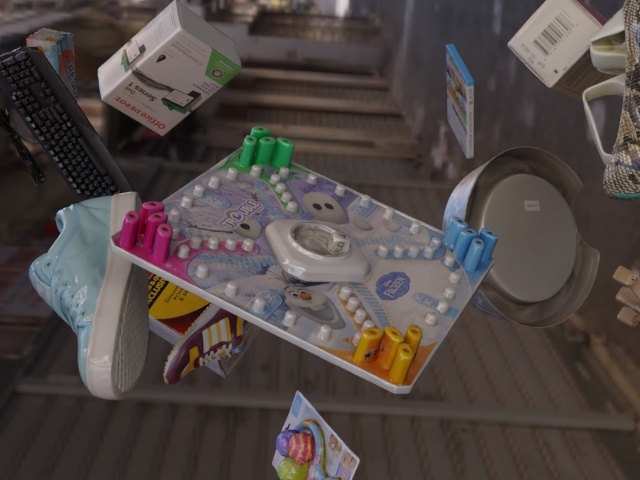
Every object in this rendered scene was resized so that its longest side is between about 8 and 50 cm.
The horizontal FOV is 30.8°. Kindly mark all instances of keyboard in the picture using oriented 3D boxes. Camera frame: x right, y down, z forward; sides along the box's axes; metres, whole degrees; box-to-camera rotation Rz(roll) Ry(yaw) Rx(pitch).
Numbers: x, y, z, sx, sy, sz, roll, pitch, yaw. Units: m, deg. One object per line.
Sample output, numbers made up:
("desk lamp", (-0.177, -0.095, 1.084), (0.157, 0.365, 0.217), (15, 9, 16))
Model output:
("keyboard", (-0.444, -0.162, 1.894), (0.317, 0.201, 0.033), (59, -139, -24))

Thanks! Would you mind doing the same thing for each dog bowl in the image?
("dog bowl", (0.383, -0.003, 2.255), (0.102, 0.349, 0.348), (-11, 74, 56))

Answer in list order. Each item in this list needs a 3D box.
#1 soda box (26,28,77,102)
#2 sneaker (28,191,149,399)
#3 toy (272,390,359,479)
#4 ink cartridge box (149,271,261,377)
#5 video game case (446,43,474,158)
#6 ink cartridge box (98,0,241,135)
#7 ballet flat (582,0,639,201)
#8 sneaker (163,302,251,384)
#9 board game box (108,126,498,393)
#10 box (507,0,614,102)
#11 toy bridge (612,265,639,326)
("soda box", (-0.463, -0.271, 2.014), (0.058, 0.063, 0.183), (-56, -25, -55))
("sneaker", (-0.308, 0.077, 1.524), (0.366, 0.150, 0.135), (-97, -2, -55))
("toy", (-0.028, 0.339, 1.788), (0.237, 0.056, 0.137), (37, 110, 57))
("ink cartridge box", (-0.207, 0.052, 2.195), (0.309, 0.272, 0.130), (-55, -15, -17))
("video game case", (0.243, -0.241, 2.019), (0.119, 0.015, 0.166), (-108, 7, -46))
("ink cartridge box", (-0.280, -0.313, 2.143), (0.219, 0.160, 0.092), (-37, 46, 25))
("ballet flat", (0.516, -0.265, 1.892), (0.164, 0.182, 0.482), (48, -136, -42))
("sneaker", (-0.164, 0.159, 1.794), (0.185, 0.084, 0.069), (-52, -8, -20))
("board game box", (0.000, 0.000, 1.450), (0.390, 0.390, 0.050), (-44, -23, -58))
("box", (0.482, -0.368, 2.214), (0.148, 0.127, 0.232), (-48, -22, 19))
("toy bridge", (0.526, 0.103, 1.942), (0.026, 0.063, 0.188), (-54, -29, -13))
